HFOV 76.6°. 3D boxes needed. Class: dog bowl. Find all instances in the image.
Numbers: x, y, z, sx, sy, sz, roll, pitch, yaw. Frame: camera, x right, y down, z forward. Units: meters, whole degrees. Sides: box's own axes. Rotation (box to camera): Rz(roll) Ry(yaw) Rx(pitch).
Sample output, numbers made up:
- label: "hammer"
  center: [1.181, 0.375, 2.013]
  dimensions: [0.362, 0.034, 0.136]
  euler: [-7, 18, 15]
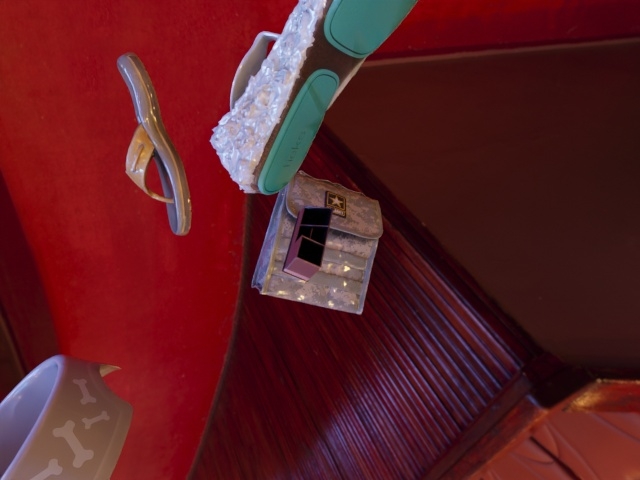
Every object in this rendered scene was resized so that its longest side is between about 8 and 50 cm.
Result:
- label: "dog bowl"
  center: [-0.411, 0.316, 0.550]
  dimensions: [0.349, 0.348, 0.102]
  euler: [-41, 119, 8]

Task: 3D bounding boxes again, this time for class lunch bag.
- label: "lunch bag"
  center: [0.000, 0.000, 0.918]
  dimensions: [0.236, 0.169, 0.286]
  euler: [16, 84, -17]

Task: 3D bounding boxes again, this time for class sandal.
- label: "sandal"
  center: [-0.171, -0.088, 0.397]
  dimensions: [0.049, 0.072, 0.179]
  euler: [-21, 102, -25]

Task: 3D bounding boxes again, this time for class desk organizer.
- label: "desk organizer"
  center: [-0.018, -0.004, 0.656]
  dimensions: [0.047, 0.130, 0.050]
  euler: [25, 141, -16]

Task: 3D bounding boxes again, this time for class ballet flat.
- label: "ballet flat"
  center: [-0.016, -0.240, 0.485]
  dimensions: [0.147, 0.147, 0.408]
  euler: [16, 119, -44]
